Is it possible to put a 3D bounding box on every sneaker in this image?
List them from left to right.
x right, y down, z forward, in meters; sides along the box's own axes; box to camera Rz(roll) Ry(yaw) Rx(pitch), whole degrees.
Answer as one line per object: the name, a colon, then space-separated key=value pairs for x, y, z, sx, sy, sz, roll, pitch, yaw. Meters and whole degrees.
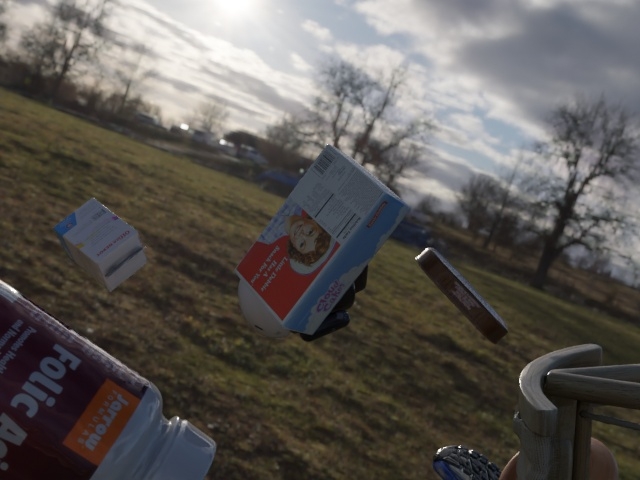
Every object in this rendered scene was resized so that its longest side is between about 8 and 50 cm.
sneaker: x=0.287 y=0.503 z=1.412 sx=0.330 sy=0.147 sz=0.130 roll=54 pitch=18 yaw=-1

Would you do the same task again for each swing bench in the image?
swing bench: x=0.261 y=0.221 z=0.611 sx=0.254 sy=0.254 sz=0.165 roll=2 pitch=10 yaw=6

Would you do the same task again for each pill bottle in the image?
pill bottle: x=-0.343 y=0.227 z=1.039 sx=0.392 sy=0.224 sz=0.224 roll=36 pitch=0 yaw=-7

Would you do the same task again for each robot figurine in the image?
robot figurine: x=-0.037 y=0.098 z=1.738 sx=0.278 sy=0.174 sz=0.209 roll=-23 pitch=14 yaw=-19

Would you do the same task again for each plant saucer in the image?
plant saucer: x=0.338 y=0.357 z=1.218 sx=0.037 sy=0.200 sz=0.200 roll=53 pitch=-8 yaw=-16

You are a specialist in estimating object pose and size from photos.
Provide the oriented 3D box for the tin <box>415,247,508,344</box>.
tin: x=0.230 y=0.087 z=1.335 sx=0.190 sy=0.040 sz=0.106 roll=47 pitch=14 yaw=4

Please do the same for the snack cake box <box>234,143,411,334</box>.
snack cake box: x=0.000 y=0.000 z=1.317 sx=0.152 sy=0.264 sz=0.089 roll=44 pitch=12 yaw=34

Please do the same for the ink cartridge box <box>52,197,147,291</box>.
ink cartridge box: x=-0.380 y=0.012 z=1.452 sx=0.143 sy=0.092 sz=0.090 roll=35 pitch=-28 yaw=26
